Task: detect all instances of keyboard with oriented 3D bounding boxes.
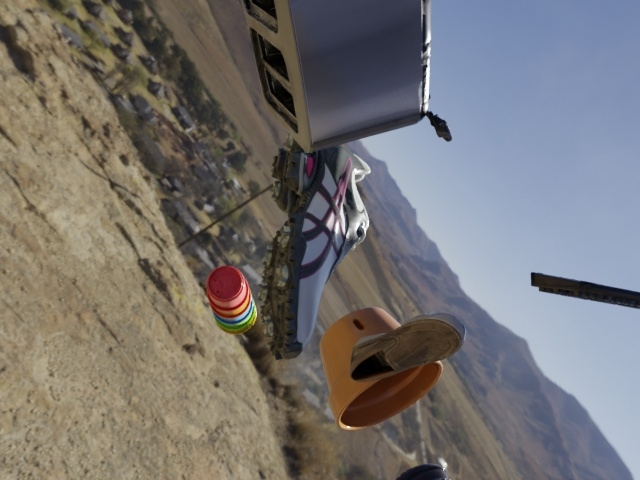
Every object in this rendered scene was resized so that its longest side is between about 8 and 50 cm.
[{"bbox_3d":[0.323,0.061,0.563,0.180,0.023,0.108,11,1,-17],"label":"keyboard"}]

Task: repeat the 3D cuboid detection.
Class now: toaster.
[{"bbox_3d":[0.008,-0.172,0.386,0.186,0.110,0.168,-125,-161,-49],"label":"toaster"}]

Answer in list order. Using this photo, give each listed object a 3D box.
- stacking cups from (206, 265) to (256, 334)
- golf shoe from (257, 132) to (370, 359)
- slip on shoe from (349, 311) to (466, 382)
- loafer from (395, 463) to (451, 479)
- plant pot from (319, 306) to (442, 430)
[{"bbox_3d":[-0.168,0.115,0.984,0.096,0.096,0.316,58,-17,11],"label":"stacking cups"},{"bbox_3d":[0.000,0.000,0.571,0.120,0.105,0.273,14,68,-20],"label":"golf shoe"},{"bbox_3d":[0.080,0.109,0.491,0.051,0.135,0.041,54,42,-14],"label":"slip on shoe"},{"bbox_3d":[0.097,0.350,0.586,0.078,0.220,0.080,15,-61,45],"label":"loafer"},{"bbox_3d":[0.128,0.307,1.259,0.291,0.291,0.203,45,11,-52],"label":"plant pot"}]
